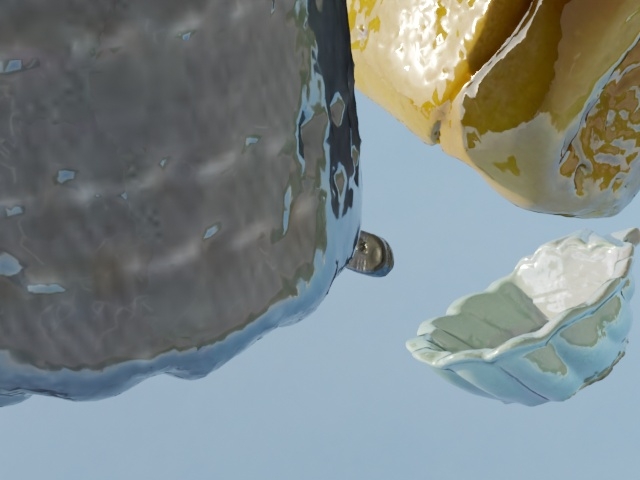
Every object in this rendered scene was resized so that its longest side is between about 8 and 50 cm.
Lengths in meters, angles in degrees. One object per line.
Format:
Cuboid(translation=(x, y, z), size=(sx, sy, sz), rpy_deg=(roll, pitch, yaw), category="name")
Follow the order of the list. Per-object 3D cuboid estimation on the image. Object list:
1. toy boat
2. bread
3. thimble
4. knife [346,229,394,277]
Cuboid(translation=(0.204, 0.075, 1.145), size=(0.290, 0.199, 0.100), rpy_deg=(-36, -73, -47), category="toy boat")
Cuboid(translation=(0.070, -0.147, 0.609), size=(0.132, 0.167, 0.294), rpy_deg=(3, -148, -37), category="bread")
Cuboid(translation=(-0.082, -0.060, 0.413), size=(0.205, 0.172, 0.236), rpy_deg=(10, -160, 30), category="thimble")
Cuboid(translation=(0.000, 0.000, 0.924), size=(0.121, 0.031, 0.018), rpy_deg=(15, 176, 31), category="knife")
